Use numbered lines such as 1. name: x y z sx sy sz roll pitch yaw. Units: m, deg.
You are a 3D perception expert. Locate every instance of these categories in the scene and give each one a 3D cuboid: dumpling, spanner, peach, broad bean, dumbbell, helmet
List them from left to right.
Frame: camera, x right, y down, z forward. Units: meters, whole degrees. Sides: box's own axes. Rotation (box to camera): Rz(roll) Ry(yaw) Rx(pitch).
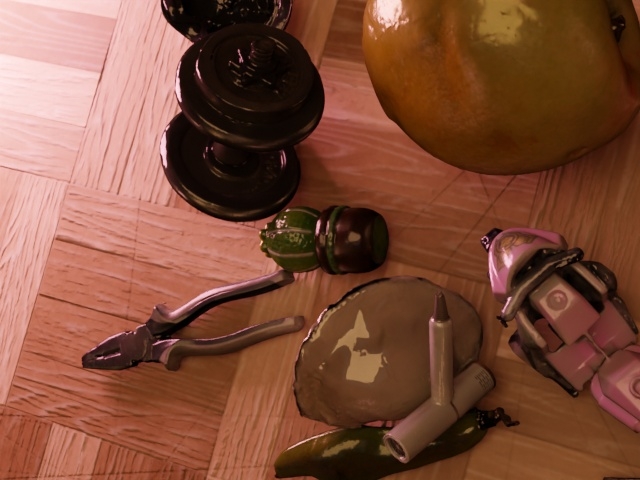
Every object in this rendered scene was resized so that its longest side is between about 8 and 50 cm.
1. spanner: -0.178 0.120 1.573 0.325 0.040 0.095 -18 75 15
2. helmet: -0.121 -0.322 1.599 0.177 0.107 0.153 34 91 3
3. dumbbell: -0.101 -0.145 1.483 0.192 0.290 0.192 9 53 -12
4. dumpling: 0.071 0.126 1.416 0.247 0.172 0.142 -26 28 -4
5. broad bean: 0.091 0.250 1.437 0.325 0.075 0.067 -17 49 15
6. peach: 0.212 -0.226 1.360 0.315 0.281 0.314 -12 114 46

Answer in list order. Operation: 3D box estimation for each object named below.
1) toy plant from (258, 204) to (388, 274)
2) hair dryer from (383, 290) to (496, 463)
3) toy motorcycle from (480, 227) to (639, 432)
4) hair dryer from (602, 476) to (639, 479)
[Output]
1. toy plant: 0.000 0.000 1.500 0.162 0.093 0.093 -1 80 22
2. hair dryer: 0.124 0.142 1.332 0.155 0.183 0.044 -37 38 -28
3. toy motorcycle: 0.290 0.099 1.321 0.143 0.188 0.327 -41 69 2
4. hair dryer: 0.392 0.241 1.252 0.195 0.219 0.075 2 50 22
